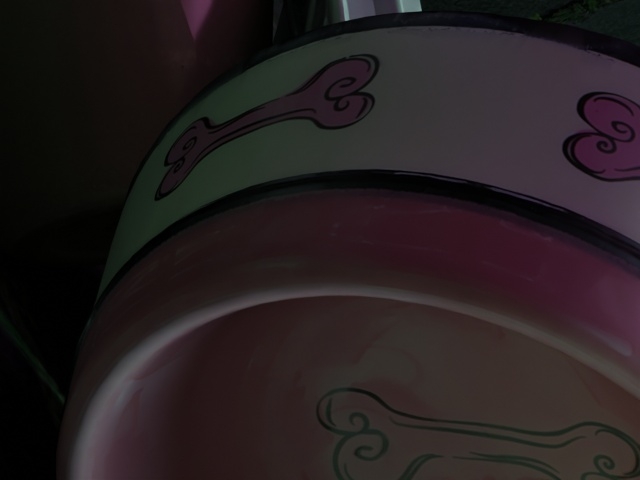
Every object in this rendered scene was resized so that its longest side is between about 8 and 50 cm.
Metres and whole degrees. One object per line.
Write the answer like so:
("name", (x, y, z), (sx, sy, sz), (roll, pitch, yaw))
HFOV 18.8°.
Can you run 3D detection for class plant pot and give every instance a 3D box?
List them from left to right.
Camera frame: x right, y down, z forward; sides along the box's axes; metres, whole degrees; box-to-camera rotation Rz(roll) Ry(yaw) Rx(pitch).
("plant pot", (-0.122, -0.113, 1.091), (0.263, 0.263, 0.229), (33, 44, -71))

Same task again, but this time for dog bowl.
("dog bowl", (0.064, 0.110, 0.864), (0.408, 0.408, 0.150), (56, 36, -18))

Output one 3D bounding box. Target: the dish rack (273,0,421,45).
("dish rack", (0.000, 0.000, 1.105), (0.285, 0.072, 0.332), (-98, -160, -53))
